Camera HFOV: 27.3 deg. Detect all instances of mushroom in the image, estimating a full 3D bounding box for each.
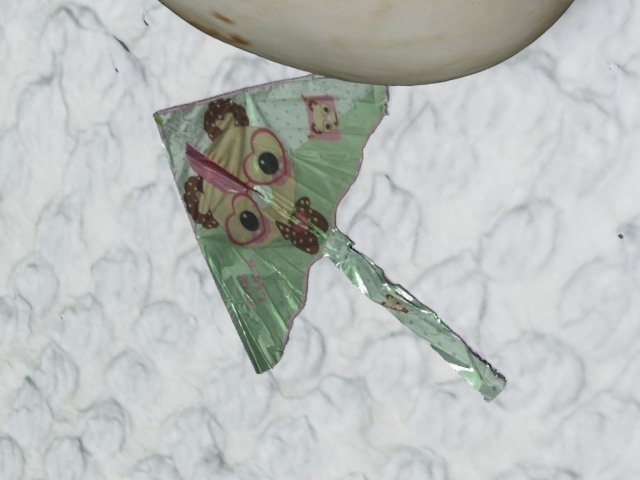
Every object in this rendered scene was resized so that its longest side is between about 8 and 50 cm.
[{"bbox_3d":[0.018,-0.163,0.507,0.204,0.204,0.204,17,122,29],"label":"mushroom"}]

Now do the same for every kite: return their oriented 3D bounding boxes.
[{"bbox_3d":[0.001,-0.001,0.709,0.250,0.012,0.229,37,131,14],"label":"kite"}]
